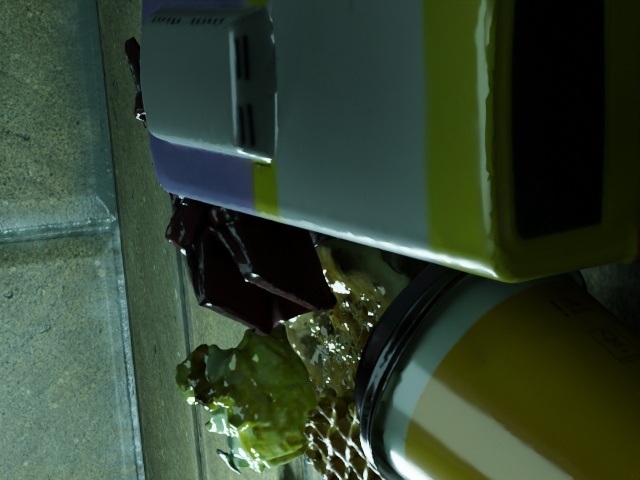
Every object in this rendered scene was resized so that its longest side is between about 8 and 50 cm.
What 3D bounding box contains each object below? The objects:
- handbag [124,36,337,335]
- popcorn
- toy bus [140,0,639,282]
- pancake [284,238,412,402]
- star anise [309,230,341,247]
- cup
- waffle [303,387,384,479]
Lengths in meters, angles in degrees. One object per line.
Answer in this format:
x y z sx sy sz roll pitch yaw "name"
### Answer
-0.082 -0.050 1.181 0.275 0.084 0.260 33 -142 -74 "handbag"
-0.091 0.196 1.617 0.198 0.213 0.198 17 -90 -85 "popcorn"
0.052 -0.111 0.870 0.440 0.249 0.209 16 112 55 "toy bus"
0.047 0.127 1.320 0.282 0.049 0.282 40 142 42 "pancake"
0.000 0.000 1.425 0.231 0.089 0.209 88 157 -54 "star anise"
0.161 0.134 0.799 0.280 0.196 0.196 40 137 39 "cup"
0.061 0.259 1.284 0.229 0.051 0.231 -9 102 63 "waffle"
